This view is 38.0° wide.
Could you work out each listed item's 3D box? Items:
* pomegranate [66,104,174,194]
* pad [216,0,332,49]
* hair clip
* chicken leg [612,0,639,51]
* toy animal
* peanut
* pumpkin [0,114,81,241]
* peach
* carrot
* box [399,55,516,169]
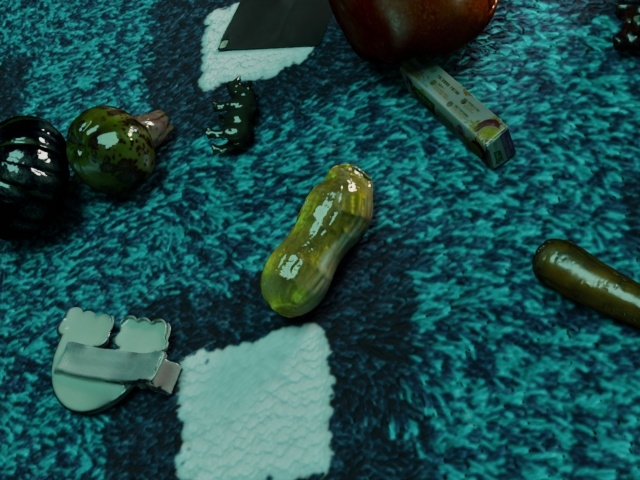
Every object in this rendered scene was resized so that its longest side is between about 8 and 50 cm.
[{"bbox_3d":[-0.292,-0.148,1.357,0.138,0.126,0.163,28,71,36],"label":"pomegranate"},{"bbox_3d":[-0.067,-0.346,1.467,0.193,0.004,0.116,3,58,30],"label":"pad"},{"bbox_3d":[-0.272,0.153,1.176,0.220,0.054,0.140,3,62,32],"label":"hair clip"},{"bbox_3d":[0.414,-0.225,1.092,0.089,0.048,0.219,-35,48,5],"label":"chicken leg"},{"bbox_3d":[-0.123,-0.187,1.353,0.065,0.047,0.136,-7,52,17],"label":"toy animal"},{"bbox_3d":[0.000,0.000,1.121,0.087,0.087,0.207,18,69,36],"label":"peanut"},{"bbox_3d":[-0.449,-0.091,1.381,0.194,0.150,0.194,-36,25,19],"label":"pumpkin"},{"bbox_3d":[0.107,-0.359,1.233,0.248,0.245,0.275,-35,36,36],"label":"peach"},{"bbox_3d":[0.292,0.050,0.954,0.161,0.055,0.055,32,75,33],"label":"carrot"},{"bbox_3d":[0.170,-0.167,1.178,0.041,0.050,0.207,-35,48,-2],"label":"box"}]
